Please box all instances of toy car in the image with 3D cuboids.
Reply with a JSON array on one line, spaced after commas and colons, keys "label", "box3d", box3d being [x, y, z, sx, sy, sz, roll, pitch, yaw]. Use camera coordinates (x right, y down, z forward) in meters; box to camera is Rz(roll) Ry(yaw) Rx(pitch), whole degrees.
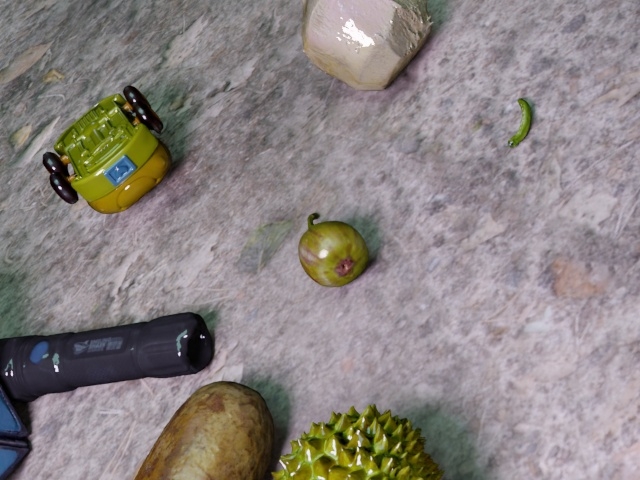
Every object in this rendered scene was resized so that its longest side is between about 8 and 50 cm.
[{"label": "toy car", "box3d": [-0.330, -0.131, 1.460, 0.200, 0.142, 0.248, -39, 36, 1]}]

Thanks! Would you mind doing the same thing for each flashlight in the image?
[{"label": "flashlight", "box3d": [-0.344, 0.171, 1.274, 0.423, 0.103, 0.103, -11, 52, 24]}]

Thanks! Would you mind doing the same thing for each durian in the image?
[{"label": "durian", "box3d": [0.042, 0.285, 0.901, 0.200, 0.176, 0.237, -39, 54, 29]}]

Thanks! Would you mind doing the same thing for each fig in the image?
[{"label": "fig", "box3d": [0.004, 0.014, 1.203, 0.093, 0.093, 0.166, -50, 19, -9]}]

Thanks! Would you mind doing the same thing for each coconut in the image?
[{"label": "coconut", "box3d": [0.055, -0.322, 1.336, 0.194, 0.194, 0.194, -17, 50, 21]}]

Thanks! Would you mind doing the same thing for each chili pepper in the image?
[{"label": "chili pepper", "box3d": [0.265, -0.158, 1.190, 0.030, 0.017, 0.083, 4, 61, 36]}]

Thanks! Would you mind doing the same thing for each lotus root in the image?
[{"label": "lotus root", "box3d": [-0.146, 0.283, 1.044, 0.145, 0.128, 0.260, 1, 52, 49]}]

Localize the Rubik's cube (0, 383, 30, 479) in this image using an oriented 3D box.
[{"label": "Rubik's cube", "box3d": [-0.623, 0.253, 1.187, 0.310, 0.307, 0.305, -8, 24, 27]}]
